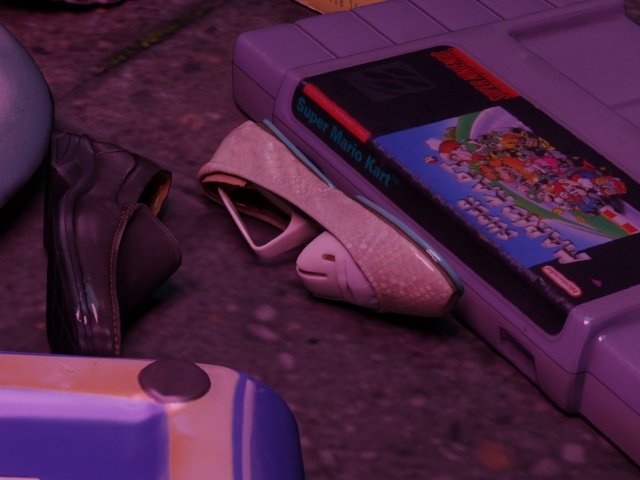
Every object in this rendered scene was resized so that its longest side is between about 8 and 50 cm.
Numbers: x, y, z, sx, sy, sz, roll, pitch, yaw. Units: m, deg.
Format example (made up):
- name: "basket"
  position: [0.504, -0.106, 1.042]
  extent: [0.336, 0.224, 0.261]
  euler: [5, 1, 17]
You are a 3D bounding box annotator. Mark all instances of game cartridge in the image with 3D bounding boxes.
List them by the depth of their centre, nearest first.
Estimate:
- name: "game cartridge"
  position: [0.136, -0.031, 0.957]
  extent: [0.230, 0.068, 0.355]
  euler: [-13, 38, -33]

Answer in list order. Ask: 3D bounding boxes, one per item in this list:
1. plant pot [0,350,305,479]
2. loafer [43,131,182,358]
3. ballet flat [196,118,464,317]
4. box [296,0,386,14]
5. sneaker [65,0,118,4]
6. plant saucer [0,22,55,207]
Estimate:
- name: "plant pot"
  position: [-0.110, 0.156, 0.496]
  extent: [0.236, 0.212, 0.236]
  euler: [4, 35, -5]
- name: "loafer"
  position: [-0.092, 0.003, 0.864]
  extent: [0.061, 0.062, 0.170]
  euler: [3, 34, -10]
- name: "ballet flat"
  position: [0.000, 0.000, 0.905]
  extent: [0.052, 0.057, 0.168]
  euler: [-39, 45, -12]
- name: "box"
  position: [0.089, -0.190, 1.183]
  extent: [0.087, 0.058, 0.232]
  euler: [31, 41, 33]
- name: "sneaker"
  position: [-0.127, -0.209, 1.159]
  extent: [0.115, 0.105, 0.281]
  euler: [22, 25, 38]
- name: "plant saucer"
  position: [-0.290, -0.070, 0.935]
  extent: [0.317, 0.044, 0.317]
  euler: [0, 32, 0]
